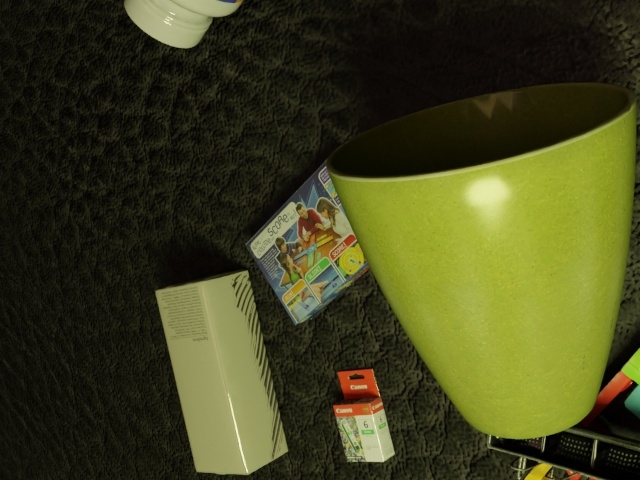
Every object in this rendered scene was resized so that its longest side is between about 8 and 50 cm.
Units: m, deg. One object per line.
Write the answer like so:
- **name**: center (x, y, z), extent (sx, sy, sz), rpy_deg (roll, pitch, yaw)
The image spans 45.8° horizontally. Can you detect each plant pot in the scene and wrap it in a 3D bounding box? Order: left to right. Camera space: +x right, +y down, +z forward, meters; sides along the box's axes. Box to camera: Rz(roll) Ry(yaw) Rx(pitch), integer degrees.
- **plant pot**: center (0.174, 0.030, 0.726), extent (0.275, 0.275, 0.293), rpy_deg (-1, 113, 38)

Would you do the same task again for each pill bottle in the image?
- **pill bottle**: center (-0.135, -0.377, 0.936), extent (0.152, 0.152, 0.272), rpy_deg (53, 126, 18)

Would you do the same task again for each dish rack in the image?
- **dish rack**: center (0.266, 0.316, 0.753), extent (0.208, 0.074, 0.271), rpy_deg (8, 96, 38)

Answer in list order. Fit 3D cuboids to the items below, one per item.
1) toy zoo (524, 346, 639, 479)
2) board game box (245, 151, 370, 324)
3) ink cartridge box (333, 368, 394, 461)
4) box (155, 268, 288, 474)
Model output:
- **toy zoo**: center (0.337, 0.244, 0.762), extent (0.192, 0.030, 0.293), rpy_deg (43, 122, 24)
- **board game box**: center (0.000, 0.000, 0.977), extent (0.201, 0.035, 0.136), rpy_deg (-43, 72, 35)
- **ink cartridge box**: center (0.051, 0.227, 0.984), extent (0.063, 0.029, 0.115), rpy_deg (-14, 90, 39)
- **box**: center (-0.141, 0.186, 1.086), extent (0.113, 0.094, 0.275), rpy_deg (-10, 93, 39)
